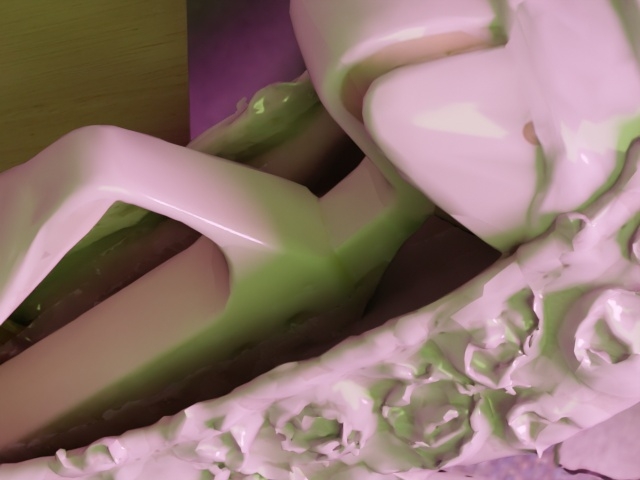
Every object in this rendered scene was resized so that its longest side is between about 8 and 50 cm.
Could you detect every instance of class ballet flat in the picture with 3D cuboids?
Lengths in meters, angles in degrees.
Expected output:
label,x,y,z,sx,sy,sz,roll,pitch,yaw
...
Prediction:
label,x,y,z,sx,sy,sz,roll,pitch,yaw
ballet flat,0.000,0.000,0.416,0.409,0.147,0.147,-32,121,18

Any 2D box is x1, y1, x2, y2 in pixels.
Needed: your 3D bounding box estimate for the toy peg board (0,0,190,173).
label,x,y,z,sx,sy,sz,roll,pitch,yaw
toy peg board,-0.130,-0.076,0.469,0.161,0.079,0.160,-14,127,-22
